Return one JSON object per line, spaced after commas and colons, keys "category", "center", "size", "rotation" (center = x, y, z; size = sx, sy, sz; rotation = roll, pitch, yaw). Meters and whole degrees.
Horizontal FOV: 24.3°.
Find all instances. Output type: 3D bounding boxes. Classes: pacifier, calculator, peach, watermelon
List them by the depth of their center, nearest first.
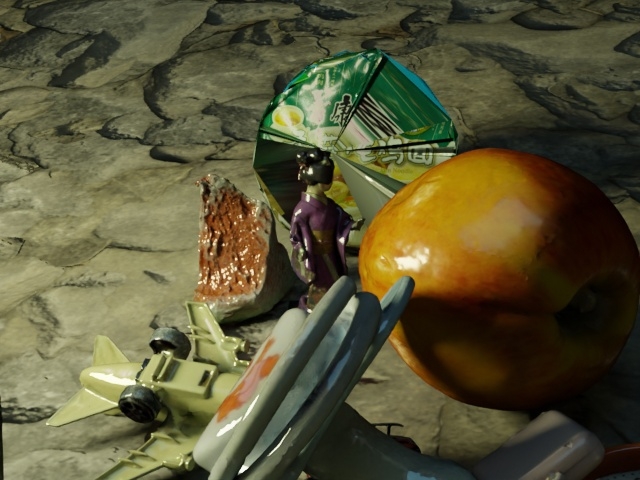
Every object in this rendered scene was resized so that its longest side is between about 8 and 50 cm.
{"category": "pacifier", "center": [0.033, 0.173, 1.190], "size": [0.233, 0.244, 0.299], "rotation": [35, 69, -4]}
{"category": "calculator", "center": [0.177, 0.184, 1.222], "size": [0.100, 0.032, 0.175], "rotation": [-36, 3, -1]}
{"category": "peach", "center": [0.157, 0.032, 1.377], "size": [0.281, 0.238, 0.281], "rotation": [12, 8, -2]}
{"category": "watermelon", "center": [-0.082, 0.009, 1.612], "size": [0.098, 0.158, 0.121], "rotation": [0, 0, 13]}

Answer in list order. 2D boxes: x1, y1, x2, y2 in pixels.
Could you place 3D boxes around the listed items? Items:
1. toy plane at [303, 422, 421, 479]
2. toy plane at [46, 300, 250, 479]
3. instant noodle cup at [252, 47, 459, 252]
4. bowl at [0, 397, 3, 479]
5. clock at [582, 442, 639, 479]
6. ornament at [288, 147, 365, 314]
{"category": "toy plane", "center": [0.032, 0.196, 1.315], "size": [0.145, 0.037, 0.060], "rotation": [-2, 37, -2]}
{"category": "toy plane", "center": [-0.119, 0.146, 1.385], "size": [0.256, 0.104, 0.242], "rotation": [0, 42, 25]}
{"category": "instant noodle cup", "center": [0.037, -0.118, 1.741], "size": [0.240, 0.240, 0.178], "rotation": [-5, 17, 1]}
{"category": "bowl", "center": [-0.405, 0.239, 1.150], "size": [0.354, 0.185, 0.354], "rotation": [-4, 27, 2]}
{"category": "clock", "center": [0.265, 0.231, 1.180], "size": [0.205, 0.051, 0.205], "rotation": [-7, 26, 3]}
{"category": "ornament", "center": [0.009, 0.003, 1.527], "size": [0.081, 0.203, 0.088], "rotation": [4, 25, 1]}
